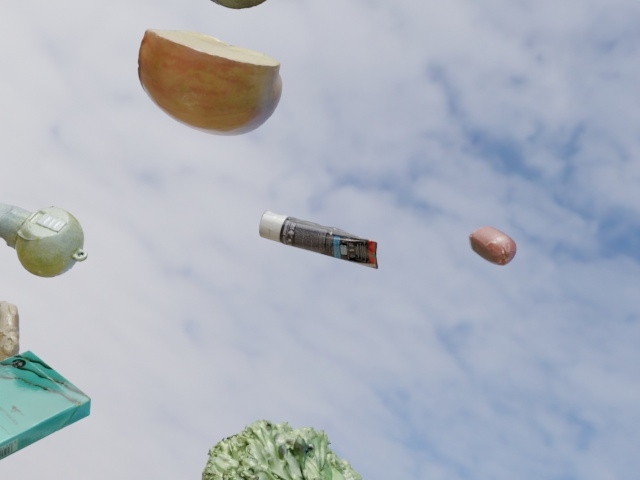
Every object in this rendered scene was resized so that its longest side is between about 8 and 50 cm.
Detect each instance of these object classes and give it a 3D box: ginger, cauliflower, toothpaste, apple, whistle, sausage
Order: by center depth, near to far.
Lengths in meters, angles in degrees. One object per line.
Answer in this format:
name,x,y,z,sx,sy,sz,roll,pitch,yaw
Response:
cauliflower,-0.036,0.397,1.539,0.250,0.275,0.272,-13,-83,62
toothpaste,0.000,0.000,1.610,0.194,0.045,0.071,15,-35,17
whistle,-0.487,-0.005,1.727,0.223,0.123,0.123,20,-29,16
sausage,0.307,0.010,1.843,0.094,0.054,0.059,37,-40,46
ginger,-0.565,0.166,1.853,0.051,0.173,0.069,15,-54,-24
apple,-0.259,-0.392,2.493,0.309,0.252,0.314,27,-27,19

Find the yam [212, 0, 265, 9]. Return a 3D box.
yam,-0.149,-0.450,1.761,0.106,0.106,0.259,45,-1,-23

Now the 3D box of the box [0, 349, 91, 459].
box,-0.484,0.255,1.545,0.161,0.226,0.042,30,-55,29
